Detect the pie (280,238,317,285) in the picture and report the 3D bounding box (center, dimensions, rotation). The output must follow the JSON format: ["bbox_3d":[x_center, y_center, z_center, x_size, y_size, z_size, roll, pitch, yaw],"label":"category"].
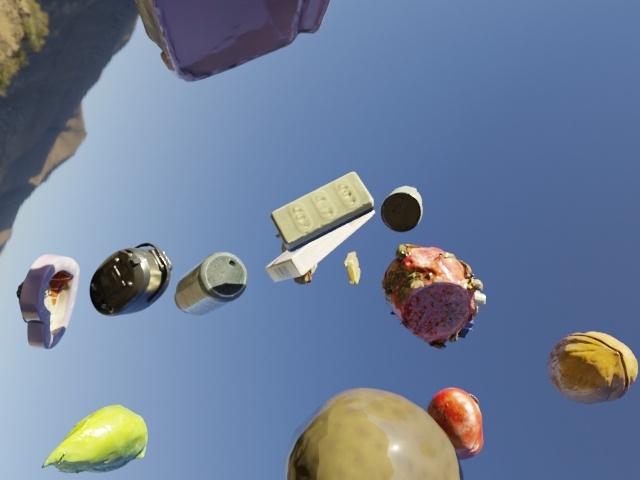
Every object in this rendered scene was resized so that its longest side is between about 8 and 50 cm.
[{"bbox_3d":[-0.083,0.011,1.716,0.105,0.274,0.257,-12,-162,15],"label":"pie"}]

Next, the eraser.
[{"bbox_3d":[-0.094,-0.350,0.540,0.122,0.272,0.359,59,-15,2],"label":"eraser"}]

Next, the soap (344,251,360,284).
[{"bbox_3d":[0.129,0.109,1.847,0.037,0.252,0.092,-15,-85,8],"label":"soap"}]

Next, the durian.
[{"bbox_3d":[-0.433,0.409,0.935,0.101,0.250,0.139,23,-110,17],"label":"durian"}]

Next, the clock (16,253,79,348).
[{"bbox_3d":[-0.537,0.104,0.909,0.172,0.064,0.198,-91,-166,-51],"label":"clock"}]

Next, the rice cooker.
[{"bbox_3d":[-0.371,0.079,0.903,0.165,0.106,0.112,-42,-106,21],"label":"rice cooker"}]

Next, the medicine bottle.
[{"bbox_3d":[-0.334,0.138,1.350,0.293,0.141,0.141,-29,-128,50],"label":"medicine bottle"}]

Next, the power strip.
[{"bbox_3d":[0.001,-0.069,1.159,0.256,0.070,0.105,-28,-116,-4],"label":"power strip"}]

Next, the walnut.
[{"bbox_3d":[0.521,0.247,0.898,0.180,0.144,0.144,99,-7,-66],"label":"walnut"}]

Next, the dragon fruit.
[{"bbox_3d":[0.266,0.134,1.068,0.211,0.282,0.147,-32,-157,1],"label":"dragon fruit"}]

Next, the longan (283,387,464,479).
[{"bbox_3d":[0.114,0.493,0.966,0.336,0.404,0.404,-48,-140,14],"label":"longan"}]

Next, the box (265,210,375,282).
[{"bbox_3d":[0.000,0.000,1.462,0.343,0.065,0.200,-39,-171,-30],"label":"box"}]

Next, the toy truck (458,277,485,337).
[{"bbox_3d":[0.354,0.153,1.292,0.213,0.161,0.177,-99,-151,-58],"label":"toy truck"}]

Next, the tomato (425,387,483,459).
[{"bbox_3d":[0.364,0.499,1.263,0.187,0.151,0.187,175,-90,-85],"label":"tomato"}]

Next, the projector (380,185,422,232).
[{"bbox_3d":[0.235,-0.096,1.313,0.108,0.108,0.337,-59,174,14],"label":"projector"}]
